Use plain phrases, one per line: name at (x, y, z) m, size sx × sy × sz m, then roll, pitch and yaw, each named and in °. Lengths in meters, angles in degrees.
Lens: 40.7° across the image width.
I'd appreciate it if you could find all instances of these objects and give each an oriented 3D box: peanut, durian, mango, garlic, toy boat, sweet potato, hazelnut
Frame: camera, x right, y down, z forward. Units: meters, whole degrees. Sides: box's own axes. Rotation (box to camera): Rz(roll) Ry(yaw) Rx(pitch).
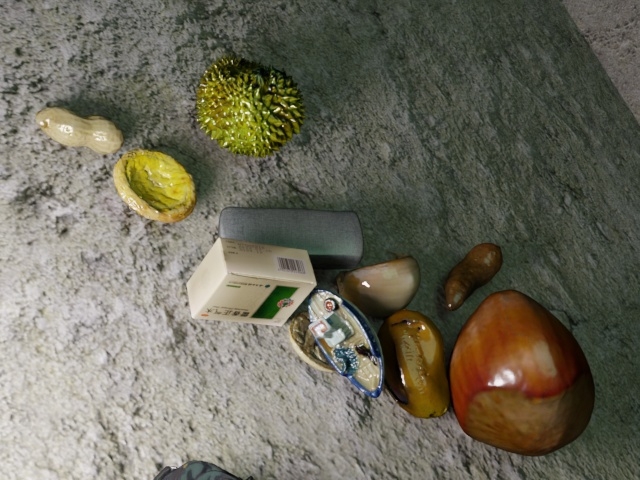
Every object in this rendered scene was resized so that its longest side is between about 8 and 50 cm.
peanut at (-0.503, -0.232, 1.804) m, size 0.187 × 0.082 × 0.082 m, roll 9°, pitch 53°, yaw -30°
durian at (-0.164, -0.310, 2.028) m, size 0.291 × 0.225 × 0.291 m, roll 10°, pitch 19°, yaw -4°
mango at (0.211, 0.274, 1.903) m, size 0.151 × 0.156 × 0.249 m, roll 41°, pitch 26°, yaw -64°
garlic at (0.154, 0.092, 2.029) m, size 0.164 × 0.146 × 0.245 m, roll 30°, pitch 32°, yaw 32°
toy boat at (0.049, 0.213, 1.801) m, size 0.262 × 0.114 × 0.115 m, roll 53°, pitch 25°, yaw -2°
sweet potato at (0.378, 0.097, 2.204) m, size 0.097 × 0.097 × 0.292 m, roll 47°, pitch 49°, yaw 3°
hazelnut at (0.441, 0.299, 1.927) m, size 0.365 × 0.366 × 0.366 m, roll 20°, pitch 48°, yaw -24°

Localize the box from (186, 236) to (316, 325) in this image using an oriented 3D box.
box at (-0.143, 0.090, 1.759) m, size 0.212 × 0.168 × 0.095 m, roll 8°, pitch 50°, yaw -32°

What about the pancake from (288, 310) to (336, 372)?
pancake at (0.000, 0.220, 1.872) m, size 0.158 × 0.028 × 0.158 m, roll 22°, pitch 44°, yaw -24°

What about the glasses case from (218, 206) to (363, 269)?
glasses case at (-0.064, -0.004, 1.899) m, size 0.323 × 0.074 × 0.131 m, roll 1°, pitch 64°, yaw -16°

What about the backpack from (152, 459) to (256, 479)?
backpack at (-0.182, 0.483, 1.468) m, size 0.258 × 0.133 × 0.206 m, roll 36°, pitch 52°, yaw -1°

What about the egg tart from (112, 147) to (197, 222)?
egg tart at (-0.353, -0.107, 1.821) m, size 0.191 × 0.074 × 0.191 m, roll 21°, pitch 48°, yaw -25°
